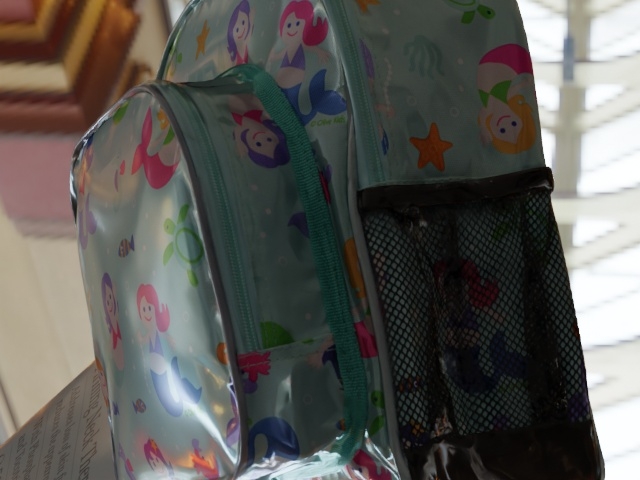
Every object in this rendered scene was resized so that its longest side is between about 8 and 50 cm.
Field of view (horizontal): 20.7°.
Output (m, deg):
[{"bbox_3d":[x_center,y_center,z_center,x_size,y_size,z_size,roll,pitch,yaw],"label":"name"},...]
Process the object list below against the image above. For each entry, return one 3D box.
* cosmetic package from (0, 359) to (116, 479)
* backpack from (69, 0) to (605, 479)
[{"bbox_3d":[-0.054,0.243,1.427,0.393,0.327,0.329,-42,-161,13],"label":"cosmetic package"},{"bbox_3d":[0.000,0.000,0.745,0.191,0.225,0.253,1,-101,-24],"label":"backpack"}]
